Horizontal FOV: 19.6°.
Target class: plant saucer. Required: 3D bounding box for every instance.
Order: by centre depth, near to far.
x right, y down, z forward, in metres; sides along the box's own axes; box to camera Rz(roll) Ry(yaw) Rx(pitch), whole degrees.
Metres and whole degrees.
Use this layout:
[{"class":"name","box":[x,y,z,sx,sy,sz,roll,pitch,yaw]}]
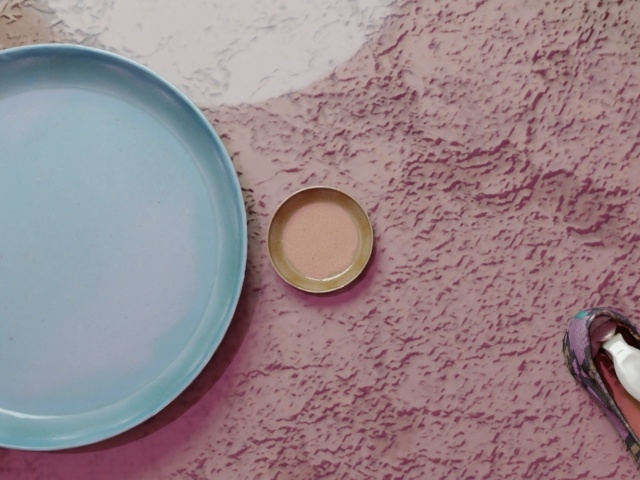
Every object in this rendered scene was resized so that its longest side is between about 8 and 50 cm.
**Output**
[{"class":"plant saucer","box":[0.000,0.000,1.430,0.083,0.015,0.083,-1,81,7]},{"class":"plant saucer","box":[-0.210,0.005,1.441,0.317,0.044,0.317,-1,82,7]}]

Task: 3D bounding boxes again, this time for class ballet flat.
[{"class":"ballet flat","box":[0.259,0.137,1.348,0.077,0.079,0.221,-40,80,-1]}]
